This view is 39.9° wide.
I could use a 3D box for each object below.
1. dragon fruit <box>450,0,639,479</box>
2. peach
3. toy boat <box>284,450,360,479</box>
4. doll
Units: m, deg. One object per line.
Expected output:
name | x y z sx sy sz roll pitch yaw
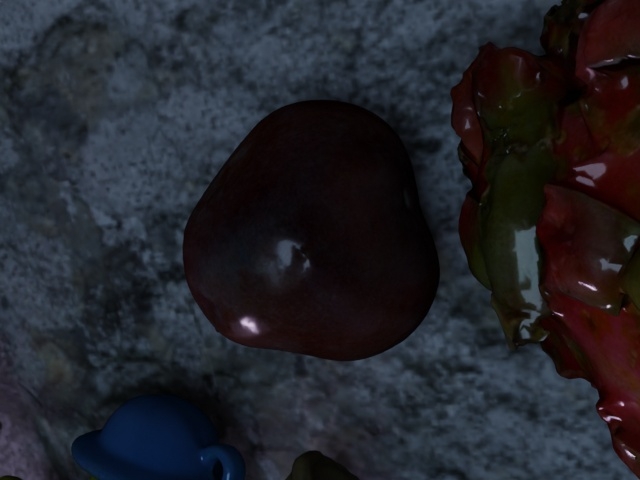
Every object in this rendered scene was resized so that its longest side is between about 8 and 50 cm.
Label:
dragon fruit | 0.193 -0.003 0.376 0.302 0.237 0.231 44 105 26
peach | 0.000 0.000 0.493 0.152 0.152 0.152 5 105 19
toy boat | 0.024 0.222 0.551 0.061 0.116 0.188 -35 89 17
doll | -0.181 0.248 0.620 0.363 0.145 0.199 -40 68 20
